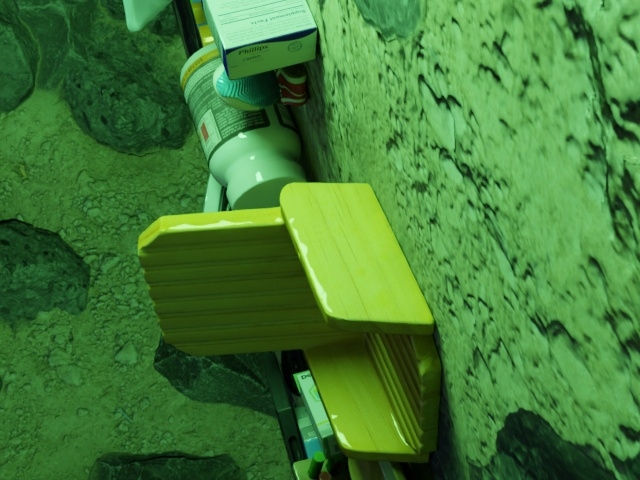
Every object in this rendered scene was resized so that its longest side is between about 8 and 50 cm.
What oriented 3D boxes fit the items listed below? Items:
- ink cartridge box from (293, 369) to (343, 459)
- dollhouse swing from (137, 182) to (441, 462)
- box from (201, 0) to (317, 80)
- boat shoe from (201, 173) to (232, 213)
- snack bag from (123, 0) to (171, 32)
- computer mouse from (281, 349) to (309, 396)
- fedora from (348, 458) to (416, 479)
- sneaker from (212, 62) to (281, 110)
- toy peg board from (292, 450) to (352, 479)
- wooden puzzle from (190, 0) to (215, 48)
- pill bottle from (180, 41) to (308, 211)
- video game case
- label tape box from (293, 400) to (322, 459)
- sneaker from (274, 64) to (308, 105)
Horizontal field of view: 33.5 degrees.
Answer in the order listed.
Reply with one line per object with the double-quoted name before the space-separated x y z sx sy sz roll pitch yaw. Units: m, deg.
"ink cartridge box" 0.027 0.267 1.825 0.209 0.109 0.062 -116 13 -50
"dollhouse swing" -0.044 0.137 1.382 0.347 0.305 0.315 86 165 -52
"box" -0.083 -0.295 1.405 0.072 0.126 0.137 92 160 -62
"boat shoe" -0.140 -0.108 1.887 0.306 0.105 0.113 -77 2 -49
"snack bag" -0.224 -0.506 1.533 0.323 0.037 0.342 82 -151 -43
"computer mouse" -0.012 0.259 2.231 0.272 0.072 0.188 142 114 -68
"fedora" 0.095 0.354 1.547 0.194 0.079 0.194 -25 -90 -87
"sneaker" -0.116 -0.230 1.583 0.228 0.092 0.087 -41 -68 -70
"toy peg board" 0.056 0.415 1.787 0.079 0.161 0.161 104 151 -50
"wooden puzzle" -0.226 -0.486 2.123 0.348 0.080 0.322 -118 15 -54
"pill bottle" -0.123 -0.183 1.765 0.162 0.162 0.278 91 161 -63
"video game case" -0.064 0.398 2.219 0.275 0.035 0.248 -120 16 -70
"label tape box" 0.036 0.460 2.138 0.348 0.115 0.249 -133 27 -84
"sneaker" -0.050 -0.243 1.572 0.118 0.042 0.067 -119 18 -47
